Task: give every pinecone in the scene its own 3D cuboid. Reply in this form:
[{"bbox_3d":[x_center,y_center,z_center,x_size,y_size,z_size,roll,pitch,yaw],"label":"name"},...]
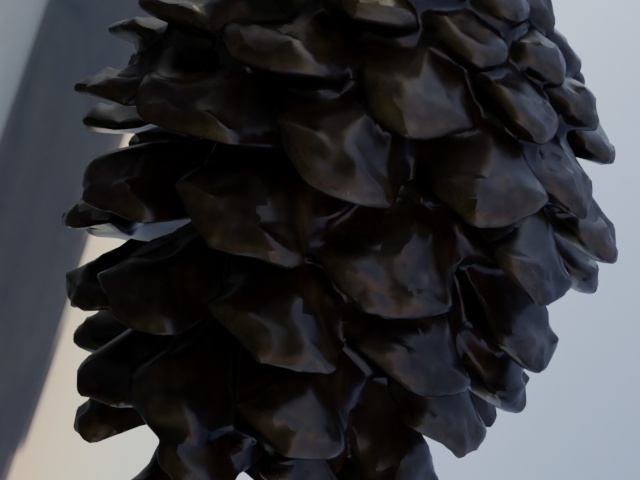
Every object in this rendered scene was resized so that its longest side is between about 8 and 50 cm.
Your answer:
[{"bbox_3d":[0.005,-0.002,0.626,0.179,0.184,0.205,-2,99,-87],"label":"pinecone"}]
